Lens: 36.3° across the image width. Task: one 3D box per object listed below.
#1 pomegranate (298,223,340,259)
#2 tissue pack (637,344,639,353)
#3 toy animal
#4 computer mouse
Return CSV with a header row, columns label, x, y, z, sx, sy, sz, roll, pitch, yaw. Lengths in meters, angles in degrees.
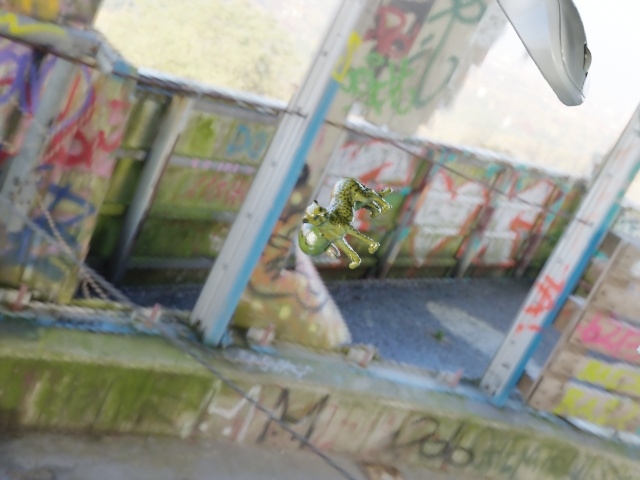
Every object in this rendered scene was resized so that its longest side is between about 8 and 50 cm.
label,x,y,z,sx,sy,sz,roll,pitch,yaw
pomegranate,0.001,-0.004,1.799,0.084,0.073,0.073,15,17,-10
tissue pack,0.764,0.218,1.620,0.388,0.162,0.287,34,-14,8
toy animal,0.046,-0.057,1.624,0.136,0.073,0.181,39,50,-18
computer mouse,0.427,-0.387,1.795,0.184,0.121,0.297,37,25,-52
